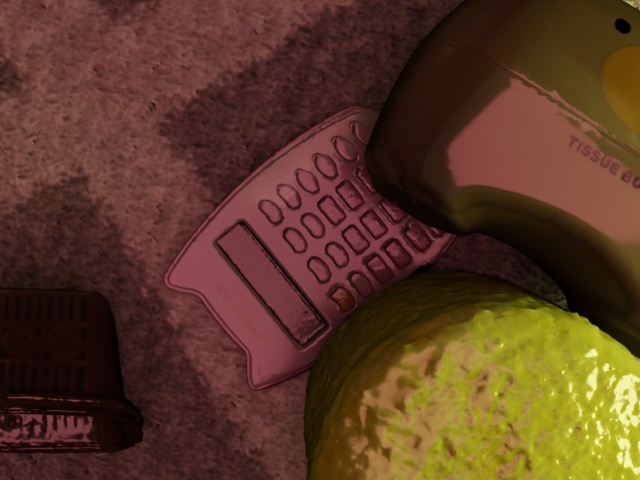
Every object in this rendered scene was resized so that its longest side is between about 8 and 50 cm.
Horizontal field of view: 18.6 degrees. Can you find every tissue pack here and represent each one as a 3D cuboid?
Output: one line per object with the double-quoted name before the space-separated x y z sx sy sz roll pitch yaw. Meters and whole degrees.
"tissue pack" 0.255 -0.079 1.832 0.387 0.267 0.277 33 84 -3

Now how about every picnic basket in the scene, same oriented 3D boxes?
"picnic basket" -0.315 0.125 1.865 0.297 0.222 0.129 2 71 -3

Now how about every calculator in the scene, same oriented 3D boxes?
"calculator" 0.000 0.000 1.941 0.294 0.043 0.194 -40 94 -3

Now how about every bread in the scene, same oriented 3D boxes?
"bread" 0.141 0.204 1.819 0.348 0.308 0.348 -1 100 -8
